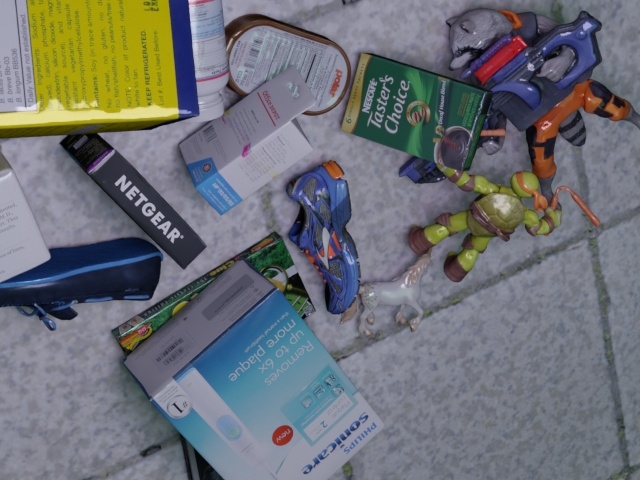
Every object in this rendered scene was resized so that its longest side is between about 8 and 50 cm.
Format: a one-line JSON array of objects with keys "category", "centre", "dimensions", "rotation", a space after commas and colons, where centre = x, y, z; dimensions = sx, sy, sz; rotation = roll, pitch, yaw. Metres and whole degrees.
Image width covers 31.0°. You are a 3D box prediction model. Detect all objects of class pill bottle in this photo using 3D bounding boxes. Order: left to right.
[{"category": "pill bottle", "centre": [-0.156, -0.229, 1.397], "dimensions": [0.087, 0.087, 0.160], "rotation": [-14, 116, -22]}]

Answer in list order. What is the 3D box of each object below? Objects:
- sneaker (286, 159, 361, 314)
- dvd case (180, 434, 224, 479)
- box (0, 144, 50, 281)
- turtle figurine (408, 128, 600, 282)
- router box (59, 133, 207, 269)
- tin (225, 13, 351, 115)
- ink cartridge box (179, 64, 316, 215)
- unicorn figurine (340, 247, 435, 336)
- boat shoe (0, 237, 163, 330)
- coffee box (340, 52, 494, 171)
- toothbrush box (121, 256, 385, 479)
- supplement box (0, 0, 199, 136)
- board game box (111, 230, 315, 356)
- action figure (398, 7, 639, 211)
[{"category": "sneaker", "centre": [0.000, 0.000, 1.585], "dimensions": [0.087, 0.083, 0.221], "rotation": [-12, 110, -8]}, {"category": "dvd case", "centre": [-0.108, 0.299, 1.669], "dimensions": [0.179, 0.029, 0.239], "rotation": [-17, 117, -21]}, {"category": "box", "centre": [-0.421, -0.021, 1.288], "dimensions": [0.181, 0.181, 0.119], "rotation": [-25, 118, -16]}, {"category": "turtle figurine", "centre": [0.242, -0.028, 1.608], "dimensions": [0.269, 0.087, 0.217], "rotation": [27, 130, -26]}, {"category": "router box", "centre": [-0.227, -0.056, 1.403], "dimensions": [0.046, 0.133, 0.179], "rotation": [-45, 122, -5]}, {"category": "tin", "centre": [-0.046, -0.223, 1.488], "dimensions": [0.189, 0.040, 0.106], "rotation": [12, 108, -31]}, {"category": "ink cartridge box", "centre": [-0.079, -0.126, 1.439], "dimensions": [0.181, 0.104, 0.061], "rotation": [-35, 131, 7]}, {"category": "unicorn figurine", "centre": [0.110, 0.078, 1.673], "dimensions": [0.161, 0.060, 0.111], "rotation": [-14, 120, -25]}, {"category": "boat shoe", "centre": [-0.314, 0.064, 1.424], "dimensions": [0.258, 0.109, 0.089], "rotation": [-6, 116, -23]}, {"category": "coffee box", "centre": [0.124, -0.169, 1.518], "dimensions": [0.040, 0.184, 0.113], "rotation": [-15, 125, -63]}, {"category": "toothbrush box", "centre": [-0.085, 0.208, 1.554], "dimensions": [0.216, 0.126, 0.295], "rotation": [-40, 123, -8]}, {"category": "supplement box", "centre": [-0.332, -0.209, 1.224], "dimensions": [0.356, 0.195, 0.194], "rotation": [-6, 93, -25]}, {"category": "board game box", "centre": [-0.141, 0.109, 1.577], "dimensions": [0.259, 0.030, 0.136], "rotation": [-32, 119, -13]}, {"category": "action figure", "centre": [0.272, -0.187, 1.631], "dimensions": [0.341, 0.179, 0.330], "rotation": [-32, 119, 22]}]
